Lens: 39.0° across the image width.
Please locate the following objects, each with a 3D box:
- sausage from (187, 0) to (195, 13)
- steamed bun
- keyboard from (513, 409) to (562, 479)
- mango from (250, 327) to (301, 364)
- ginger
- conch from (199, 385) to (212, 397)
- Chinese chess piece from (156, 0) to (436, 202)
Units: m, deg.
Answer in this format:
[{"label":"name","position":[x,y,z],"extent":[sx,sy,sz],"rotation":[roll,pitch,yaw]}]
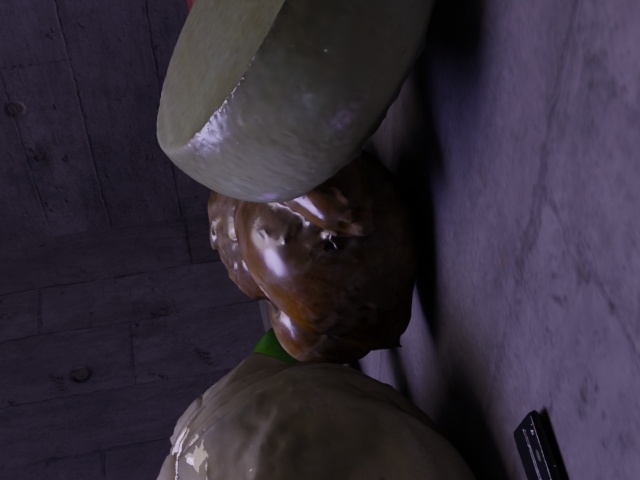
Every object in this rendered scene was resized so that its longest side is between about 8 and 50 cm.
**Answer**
[{"label":"sausage","position":[-0.118,-0.344,1.344],"extent":[0.152,0.152,0.280],"rotation":[-110,11,-54]},{"label":"steamed bun","position":[-0.015,0.212,0.764],"extent":[0.289,0.275,0.203],"rotation":[80,176,-60]},{"label":"keyboard","position":[0.145,0.181,0.538],"extent":[0.053,0.010,0.155],"rotation":[95,164,-63]},{"label":"mango","position":[-0.028,0.290,1.186],"extent":[0.201,0.225,0.382],"rotation":[-39,49,38]},{"label":"ginger","position":[0.000,0.000,0.853],"extent":[0.256,0.176,0.375],"rotation":[63,169,4]},{"label":"conch","position":[0.004,0.185,0.937],"extent":[0.234,0.114,0.137],"rotation":[47,-148,-14]},{"label":"Chinese chess piece","position":[-0.021,-0.147,0.641],"extent":[0.250,0.101,0.250],"rotation":[-45,31,37]}]
